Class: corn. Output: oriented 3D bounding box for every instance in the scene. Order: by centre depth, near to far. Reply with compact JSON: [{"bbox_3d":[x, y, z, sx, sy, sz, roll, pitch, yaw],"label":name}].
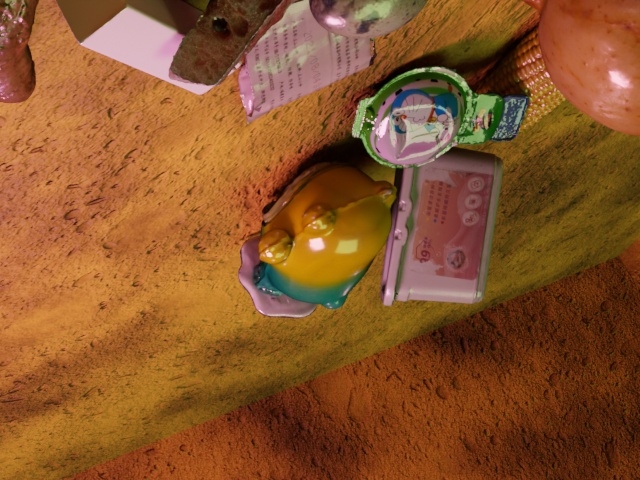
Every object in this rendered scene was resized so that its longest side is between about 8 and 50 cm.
[{"bbox_3d":[0.404,-0.312,2.450,0.144,0.144,0.387,-8,157,-49],"label":"corn"}]

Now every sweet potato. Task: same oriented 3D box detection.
[{"bbox_3d":[-0.352,-0.237,1.537,0.114,0.092,0.341,-49,173,-28],"label":"sweet potato"}]

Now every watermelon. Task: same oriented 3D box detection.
[{"bbox_3d":[-0.092,-0.276,1.721,0.241,0.094,0.154,-55,176,-9],"label":"watermelon"}]

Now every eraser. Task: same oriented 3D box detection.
[{"bbox_3d":[-0.203,-0.256,1.733,0.076,0.078,0.298,-35,163,15],"label":"eraser"}]

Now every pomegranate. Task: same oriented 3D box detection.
[{"bbox_3d":[0.479,-0.345,2.137,0.410,0.410,0.410,-27,163,-9],"label":"pomegranate"}]

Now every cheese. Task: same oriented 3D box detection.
[{"bbox_3d":[0.204,-0.206,2.390,0.321,0.083,0.203,-1,127,-22],"label":"cheese"}]

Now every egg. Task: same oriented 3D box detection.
[{"bbox_3d":[0.063,-0.332,1.827,0.182,0.141,0.141,-35,166,-21],"label":"egg"}]

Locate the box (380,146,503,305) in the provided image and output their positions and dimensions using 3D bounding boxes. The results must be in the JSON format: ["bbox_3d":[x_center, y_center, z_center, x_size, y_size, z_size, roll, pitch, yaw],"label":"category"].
[{"bbox_3d":[0.217,-0.033,2.543,0.183,0.311,0.175,7,-175,-2],"label":"box"}]

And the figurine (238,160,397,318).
[{"bbox_3d":[0.000,0.000,2.531,0.324,0.231,0.340,-22,167,-29],"label":"figurine"}]

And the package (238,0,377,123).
[{"bbox_3d":[-0.016,-0.266,2.035,0.204,0.062,0.251,-27,159,-13],"label":"package"}]

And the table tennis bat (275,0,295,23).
[{"bbox_3d":[-0.061,-0.316,1.888,0.156,0.013,0.087,-24,152,-16],"label":"table tennis bat"}]
